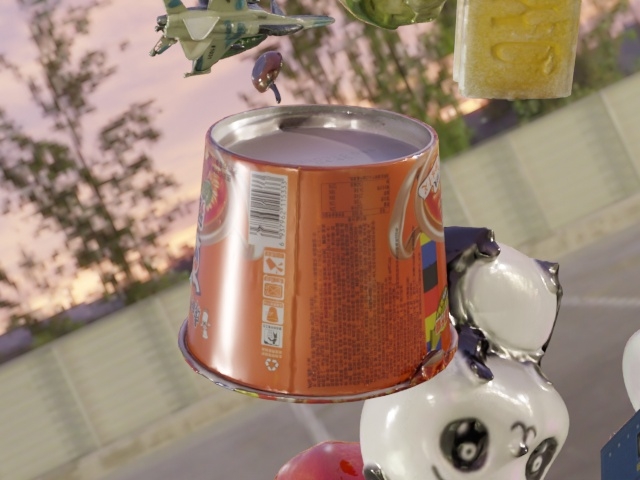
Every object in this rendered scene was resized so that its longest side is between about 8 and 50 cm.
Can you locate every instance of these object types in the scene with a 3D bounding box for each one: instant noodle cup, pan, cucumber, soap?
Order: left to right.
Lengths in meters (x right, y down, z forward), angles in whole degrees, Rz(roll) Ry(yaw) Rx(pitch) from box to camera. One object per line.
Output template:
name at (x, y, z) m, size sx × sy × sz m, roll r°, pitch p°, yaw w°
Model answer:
cucumber at (-0.138, -0.329, 2.240) m, size 0.037 × 0.037 × 0.155 m, roll -25°, pitch 3°, yaw 44°
pan at (-0.079, -0.243, 2.009) m, size 0.023 × 0.115 × 0.068 m, roll 22°, pitch -60°, yaw -30°
instant noodle cup at (0.000, 0.000, 1.144) m, size 0.250 × 0.192 × 0.250 m, roll 1°, pitch 21°, yaw 0°
soap at (0.280, -0.338, 1.876) m, size 0.173 × 0.274 × 0.089 m, roll -1°, pitch 31°, yaw -1°

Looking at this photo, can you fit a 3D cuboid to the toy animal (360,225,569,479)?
toy animal at (0.153, 0.161, 1.492) m, size 0.251 × 0.310 × 0.251 m, roll 8°, pitch -19°, yaw 3°

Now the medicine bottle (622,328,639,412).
medicine bottle at (0.568, 0.136, 1.719) m, size 0.316 × 0.202 × 0.202 m, roll -27°, pitch 1°, yaw -24°

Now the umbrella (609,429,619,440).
umbrella at (0.464, 0.272, 1.844) m, size 0.133 × 0.036 × 0.031 m, roll -11°, pitch -3°, yaw 28°

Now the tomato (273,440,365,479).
tomato at (0.051, 0.521, 2.340) m, size 0.325 × 0.293 × 0.290 m, roll -52°, pitch 25°, yaw 19°

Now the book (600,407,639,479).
book at (0.310, 0.262, 1.231) m, size 0.191 × 0.025 × 0.269 m, roll 119°, pitch 167°, yaw -48°

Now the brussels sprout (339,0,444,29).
brussels sprout at (0.137, -0.550, 2.268) m, size 0.276 × 0.315 × 0.371 m, roll -3°, pitch -24°, yaw -30°

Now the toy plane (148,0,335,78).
toy plane at (-0.102, -0.297, 1.794) m, size 0.262 × 0.088 × 0.192 m, roll -15°, pitch -35°, yaw -33°

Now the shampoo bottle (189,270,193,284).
shampoo bottle at (-0.065, -0.040, 1.600) m, size 0.061 × 0.104 × 0.258 m, roll 109°, pitch -179°, yaw -61°
